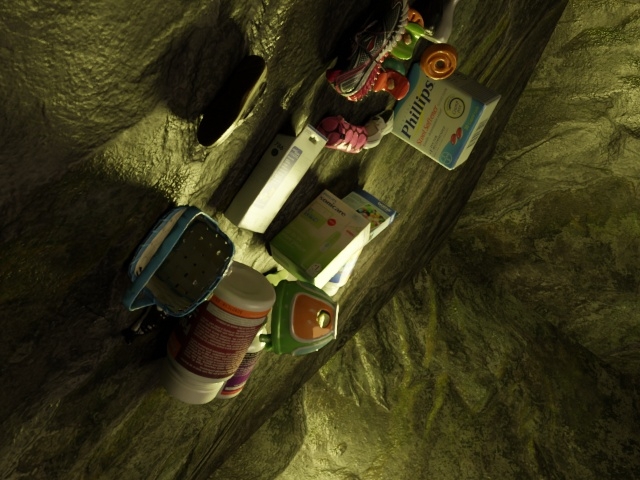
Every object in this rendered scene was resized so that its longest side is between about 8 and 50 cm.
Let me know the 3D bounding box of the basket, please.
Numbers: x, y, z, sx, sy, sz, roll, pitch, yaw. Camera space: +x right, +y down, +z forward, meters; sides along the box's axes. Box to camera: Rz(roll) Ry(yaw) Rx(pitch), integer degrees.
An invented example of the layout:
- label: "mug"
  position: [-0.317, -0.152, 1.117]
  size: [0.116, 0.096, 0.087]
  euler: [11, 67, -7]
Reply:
- label: "basket"
  position: [-0.314, 0.041, 1.279]
  size: [0.255, 0.201, 0.289]
  euler: [-52, 170, 2]

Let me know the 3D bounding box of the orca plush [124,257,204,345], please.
- label: "orca plush"
  position: [-0.391, 0.174, 1.483]
  size: [0.287, 0.102, 0.151]
  euler: [-45, 159, -18]

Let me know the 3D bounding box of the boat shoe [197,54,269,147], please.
- label: "boat shoe"
  position: [-0.177, -0.287, 1.208]
  size: [0.224, 0.080, 0.073]
  euler: [-57, 155, 0]

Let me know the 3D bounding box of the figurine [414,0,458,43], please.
- label: "figurine"
  position: [0.368, -0.713, 1.684]
  size: [0.210, 0.092, 0.214]
  euler: [-63, 159, 16]

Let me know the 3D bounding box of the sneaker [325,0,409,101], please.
- label: "sneaker"
  position: [0.125, -0.514, 1.450]
  size: [0.112, 0.121, 0.299]
  euler: [25, 94, -33]

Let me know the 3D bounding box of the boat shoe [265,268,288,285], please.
- label: "boat shoe"
  position: [-0.171, 0.138, 1.992]
  size: [0.043, 0.049, 0.137]
  euler: [-17, -173, 41]

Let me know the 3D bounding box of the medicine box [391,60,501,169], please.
- label: "medicine box"
  position: [0.417, -0.439, 1.941]
  size: [0.149, 0.289, 0.264]
  euler: [-34, 153, -46]

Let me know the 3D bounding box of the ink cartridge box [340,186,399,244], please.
- label: "ink cartridge box"
  position: [0.144, -0.088, 2.089]
  size: [0.311, 0.185, 0.065]
  euler: [-37, 153, -37]

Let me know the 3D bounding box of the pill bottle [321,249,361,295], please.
- label: "pill bottle"
  position: [0.058, 0.089, 2.249]
  size: [0.152, 0.152, 0.272]
  euler: [-29, 149, -47]

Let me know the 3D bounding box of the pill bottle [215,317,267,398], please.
- label: "pill bottle"
  position: [-0.295, 0.366, 1.901]
  size: [0.181, 0.181, 0.323]
  euler: [-18, 141, -57]

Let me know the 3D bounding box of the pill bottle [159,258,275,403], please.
- label: "pill bottle"
  position: [-0.311, 0.269, 1.644]
  size: [0.392, 0.224, 0.224]
  euler: [-60, 159, 19]

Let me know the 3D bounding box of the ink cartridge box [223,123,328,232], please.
- label: "ink cartridge box"
  position: [-0.119, -0.176, 1.546]
  size: [0.333, 0.065, 0.165]
  euler: [-53, 160, 7]

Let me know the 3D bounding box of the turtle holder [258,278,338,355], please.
- label: "turtle holder"
  position: [-0.061, 0.261, 1.788]
  size: [0.320, 0.227, 0.244]
  euler: [89, 5, -53]

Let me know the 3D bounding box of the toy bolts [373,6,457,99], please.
- label: "toy bolts"
  position: [0.252, -0.524, 1.593]
  size: [0.229, 0.218, 0.159]
  euler: [-53, -155, 41]

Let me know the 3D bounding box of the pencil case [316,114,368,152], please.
- label: "pencil case"
  position: [0.072, -0.317, 1.688]
  size: [0.098, 0.095, 0.209]
  euler: [-59, 162, 16]

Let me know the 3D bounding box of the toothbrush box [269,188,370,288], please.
- label: "toothbrush box"
  position: [0.000, 0.000, 1.894]
  size: [0.283, 0.206, 0.122]
  euler: [-43, 158, -22]

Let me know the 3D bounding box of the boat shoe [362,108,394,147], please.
- label: "boat shoe"
  position: [0.177, -0.376, 1.856]
  size: [0.226, 0.083, 0.076]
  euler: [-47, 153, -49]
